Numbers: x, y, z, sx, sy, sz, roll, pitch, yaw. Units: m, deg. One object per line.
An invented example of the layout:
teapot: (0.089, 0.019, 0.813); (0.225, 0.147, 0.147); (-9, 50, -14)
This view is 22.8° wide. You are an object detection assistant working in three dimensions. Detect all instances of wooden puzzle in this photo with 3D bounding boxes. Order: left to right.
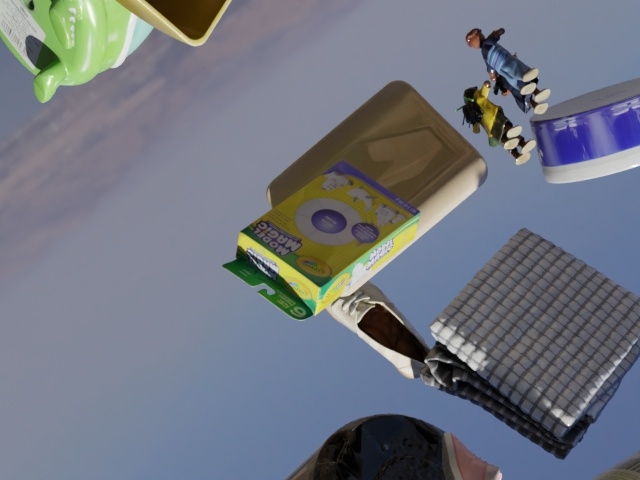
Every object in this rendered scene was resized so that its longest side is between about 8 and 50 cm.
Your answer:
wooden puzzle: (0.062, -0.060, 1.794); (0.221, 0.044, 0.238); (-40, -144, 3)

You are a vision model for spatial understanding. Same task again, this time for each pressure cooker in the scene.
pressure cooker: (0.055, 0.512, 2.471); (0.420, 0.370, 0.375); (-46, -160, 38)

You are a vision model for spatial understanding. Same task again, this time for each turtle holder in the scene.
turtle holder: (-0.300, -0.353, 1.948); (0.227, 0.243, 0.320); (-33, 140, -32)

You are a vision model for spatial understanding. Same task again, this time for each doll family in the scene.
doll family: (0.221, -0.186, 1.976); (0.076, 0.111, 0.193); (-14, 138, -32)

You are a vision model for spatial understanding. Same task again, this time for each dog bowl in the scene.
dog bowl: (0.465, -0.179, 2.479); (0.265, 0.104, 0.265); (-18, -173, 2)

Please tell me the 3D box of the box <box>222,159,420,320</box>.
box: (0.000, 0.000, 1.516); (0.179, 0.105, 0.043); (-38, 152, -36)

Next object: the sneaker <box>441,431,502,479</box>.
sneaker: (0.208, 0.314, 2.170); (0.070, 0.051, 0.134); (-4, -146, -7)

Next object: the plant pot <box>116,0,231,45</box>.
plant pot: (-0.178, -0.334, 1.507); (0.187, 0.212, 0.212); (17, -107, 56)

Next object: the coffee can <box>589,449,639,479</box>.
coffee can: (0.368, 0.394, 1.970); (0.275, 0.201, 0.201); (-22, 175, -34)

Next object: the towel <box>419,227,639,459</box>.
towel: (0.287, 0.137, 2.080); (0.284, 0.235, 0.121); (-44, 163, -42)

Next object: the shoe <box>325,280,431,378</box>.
shoe: (0.081, 0.111, 2.250); (0.076, 0.219, 0.058); (-50, -172, -13)
